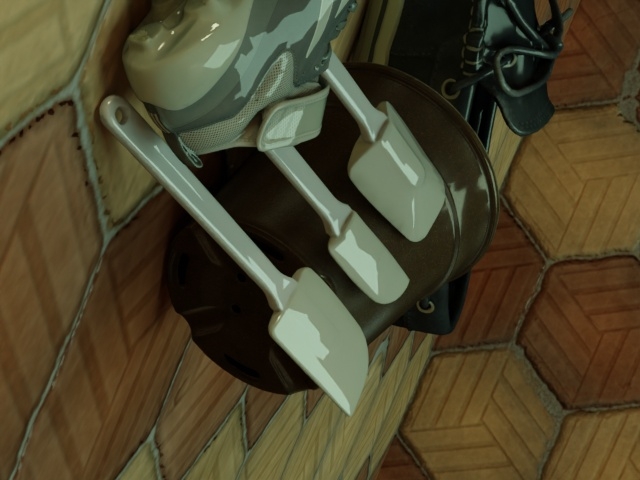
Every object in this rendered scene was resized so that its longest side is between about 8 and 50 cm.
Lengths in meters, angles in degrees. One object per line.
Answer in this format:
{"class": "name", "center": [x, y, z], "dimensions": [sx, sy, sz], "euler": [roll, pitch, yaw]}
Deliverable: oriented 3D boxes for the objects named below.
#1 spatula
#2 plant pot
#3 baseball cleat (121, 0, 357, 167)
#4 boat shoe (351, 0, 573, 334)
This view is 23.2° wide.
{"class": "spatula", "center": [-0.014, -0.041, 0.824], "dimensions": [0.242, 0.019, 0.168], "euler": [50, 57, -37]}
{"class": "plant pot", "center": [0.000, 0.000, 0.964], "dimensions": [0.165, 0.167, 0.167], "euler": [-45, 157, -43]}
{"class": "baseball cleat", "center": [-0.008, -0.119, 0.758], "dimensions": [0.206, 0.072, 0.109], "euler": [-42, 131, -17]}
{"class": "boat shoe", "center": [0.114, -0.148, 1.187], "dimensions": [0.187, 0.156, 0.500], "euler": [-37, 148, -65]}
